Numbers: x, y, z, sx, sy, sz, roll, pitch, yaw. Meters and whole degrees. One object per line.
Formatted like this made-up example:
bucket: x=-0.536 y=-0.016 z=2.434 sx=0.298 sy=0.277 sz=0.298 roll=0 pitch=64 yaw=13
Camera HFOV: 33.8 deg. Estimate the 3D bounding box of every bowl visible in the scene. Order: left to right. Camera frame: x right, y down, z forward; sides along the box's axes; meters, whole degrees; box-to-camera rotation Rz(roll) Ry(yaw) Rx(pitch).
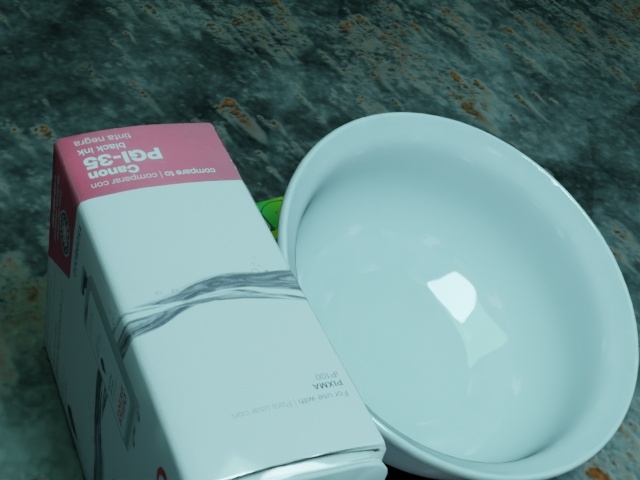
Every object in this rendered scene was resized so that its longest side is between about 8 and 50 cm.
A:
bowl: x=0.080 y=0.059 z=0.799 sx=0.297 sy=0.134 sz=0.298 roll=14 pitch=54 yaw=-21

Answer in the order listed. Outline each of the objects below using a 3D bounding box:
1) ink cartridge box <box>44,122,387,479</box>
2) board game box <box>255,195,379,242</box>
ink cartridge box: x=-0.087 y=0.092 z=0.672 sx=0.117 sy=0.207 sz=0.283 roll=-7 pitch=46 yaw=-25
board game box: x=0.000 y=0.000 z=0.896 sx=0.181 sy=0.092 sz=0.043 roll=-17 pitch=52 yaw=-34
